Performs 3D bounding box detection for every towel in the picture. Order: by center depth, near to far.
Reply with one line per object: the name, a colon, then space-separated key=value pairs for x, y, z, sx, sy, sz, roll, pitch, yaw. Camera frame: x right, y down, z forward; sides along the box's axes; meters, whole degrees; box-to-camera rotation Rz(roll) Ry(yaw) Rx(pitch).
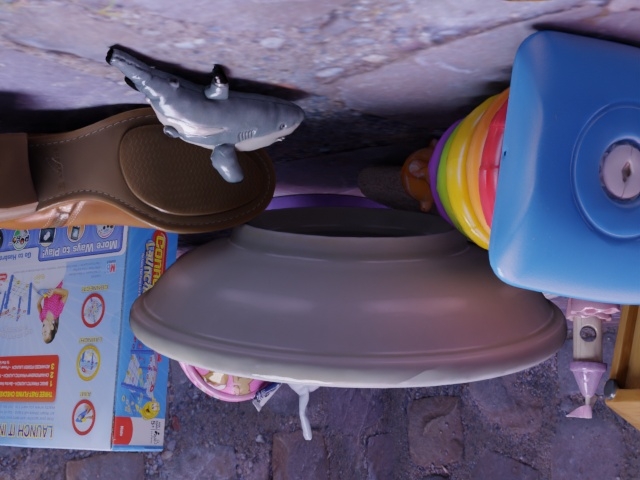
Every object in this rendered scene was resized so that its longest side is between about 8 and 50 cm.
towel: x=0.182 y=-0.029 z=0.987 sx=0.187 sy=0.049 sz=0.282 roll=8 pitch=176 yaw=36

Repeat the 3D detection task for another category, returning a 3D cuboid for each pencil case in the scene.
pencil case: x=-0.139 y=0.103 z=1.304 sx=0.167 sy=0.160 sz=0.386 roll=39 pitch=176 yaw=-16

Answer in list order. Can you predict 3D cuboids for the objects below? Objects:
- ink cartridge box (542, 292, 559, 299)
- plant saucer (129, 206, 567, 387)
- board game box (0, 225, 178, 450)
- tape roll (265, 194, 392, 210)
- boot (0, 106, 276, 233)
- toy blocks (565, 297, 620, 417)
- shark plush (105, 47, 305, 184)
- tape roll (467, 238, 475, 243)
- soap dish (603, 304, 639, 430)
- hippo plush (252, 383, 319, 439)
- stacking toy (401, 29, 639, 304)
ink cartridge box: x=0.239 y=0.056 z=1.176 sx=0.223 sy=0.045 sz=0.223 roll=5 pitch=166 yaw=-17
plant saucer: x=0.026 y=0.030 z=0.851 sx=0.400 sy=0.101 sz=0.400 roll=2 pitch=-170 yaw=0
board game box: x=-0.329 y=0.114 z=1.184 sx=0.308 sy=0.302 sz=0.086 roll=-6 pitch=166 yaw=35
tape roll: x=0.000 y=0.000 z=1.166 sx=0.188 sy=0.080 sz=0.189 roll=2 pitch=170 yaw=0
boot: x=-0.201 y=-0.049 z=0.851 sx=0.283 sy=0.109 sz=0.220 roll=-8 pitch=-179 yaw=-19
toy blocks: x=0.500 y=0.129 z=1.343 sx=0.288 sy=0.260 sz=0.309 roll=-1 pitch=170 yaw=8
shark plush: x=-0.090 y=-0.114 z=0.695 sx=0.067 sy=0.073 sz=0.161 roll=-31 pitch=131 yaw=34
tape roll: x=0.178 y=0.041 z=1.410 sx=0.391 sy=0.072 sz=0.392 roll=0 pitch=170 yaw=0
soap dish: x=0.401 y=0.062 z=0.938 sx=0.118 sy=0.291 sz=0.229 roll=16 pitch=168 yaw=-5
hippo plush: x=-0.019 y=0.145 z=1.635 sx=0.234 sy=0.294 sz=0.236 roll=32 pitch=144 yaw=-5
stacking toy: x=0.147 y=-0.051 z=0.738 sx=0.165 sy=0.175 sz=0.302 roll=8 pitch=179 yaw=-22
